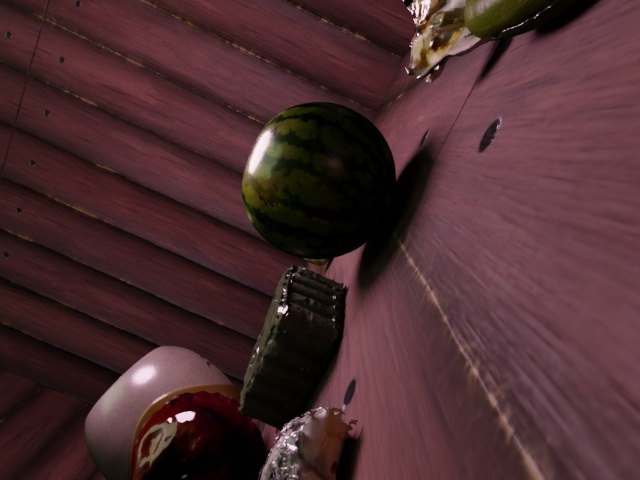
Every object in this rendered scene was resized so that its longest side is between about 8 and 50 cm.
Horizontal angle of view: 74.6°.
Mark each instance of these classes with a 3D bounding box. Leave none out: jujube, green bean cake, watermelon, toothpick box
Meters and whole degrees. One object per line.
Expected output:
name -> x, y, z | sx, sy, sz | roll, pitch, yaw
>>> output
jujube -> -0.250, 0.442, 0.888 | 0.377, 0.258, 0.258 | 127, 167, -67
green bean cake -> -0.057, 0.197, 0.812 | 0.241, 0.132, 0.255 | -84, 19, -68
watermelon -> -0.004, -0.104, 0.767 | 0.285, 0.285, 0.285 | -155, 90, -87
toothpick box -> -0.414, 0.560, 1.219 | 0.409, 0.425, 0.409 | -50, -5, -6

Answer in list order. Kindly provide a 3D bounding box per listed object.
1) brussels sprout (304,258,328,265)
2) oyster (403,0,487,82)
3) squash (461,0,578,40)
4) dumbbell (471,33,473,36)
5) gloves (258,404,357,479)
brussels sprout -> -0.004, -0.003, 1.355 | 0.151, 0.122, 0.149 | -72, 5, -71
oyster -> 0.210, -0.365, 0.505 | 0.201, 0.107, 0.354 | 69, 153, 24
squash -> 0.190, -0.230, 0.340 | 0.071, 0.080, 0.318 | -58, 2, 0
dumbbell -> 0.244, -0.333, 0.607 | 0.036, 0.040, 0.083 | -35, -3, -13
gloves -> -0.023, 0.235, 0.445 | 0.114, 0.070, 0.153 | -69, 3, -46
